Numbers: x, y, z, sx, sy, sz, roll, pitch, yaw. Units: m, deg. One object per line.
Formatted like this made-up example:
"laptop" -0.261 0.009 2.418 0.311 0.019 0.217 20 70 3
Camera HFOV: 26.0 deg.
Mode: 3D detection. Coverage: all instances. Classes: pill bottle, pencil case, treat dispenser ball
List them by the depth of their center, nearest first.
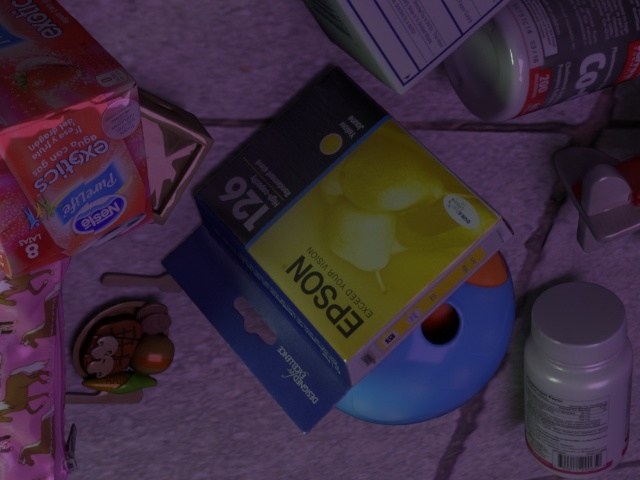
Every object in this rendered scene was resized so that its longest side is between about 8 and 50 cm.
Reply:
"pencil case" -0.343 0.112 1.462 0.167 0.160 0.386 -14 128 -27
"pill bottle" 0.300 -0.252 1.650 0.283 0.161 0.161 -19 131 -23
"treat dispenser ball" 0.088 0.076 1.654 0.288 0.288 0.288 -19 132 -24
"pill bottle" 0.383 0.208 2.064 0.160 0.160 0.283 -25 134 -19

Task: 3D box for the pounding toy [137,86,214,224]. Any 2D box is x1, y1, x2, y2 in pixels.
"pounding toy" -0.192 -0.087 1.480 0.141 0.100 0.130 24 106 -33

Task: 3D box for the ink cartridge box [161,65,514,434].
"ink cartridge box" 0.000 0.000 1.518 0.307 0.303 0.072 -42 146 -3

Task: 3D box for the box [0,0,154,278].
"box" -0.280 -0.122 1.224 0.142 0.300 0.154 -23 134 -23

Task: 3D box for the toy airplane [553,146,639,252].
"toy airplane" 0.504 -0.122 1.868 0.384 0.272 0.386 21 145 -33

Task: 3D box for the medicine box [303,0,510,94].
"medicine box" 0.099 -0.351 1.437 0.289 0.149 0.263 -42 136 -2

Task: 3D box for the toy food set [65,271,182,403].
"toy food set" -0.229 0.127 1.642 0.132 0.038 0.192 2 120 -37
